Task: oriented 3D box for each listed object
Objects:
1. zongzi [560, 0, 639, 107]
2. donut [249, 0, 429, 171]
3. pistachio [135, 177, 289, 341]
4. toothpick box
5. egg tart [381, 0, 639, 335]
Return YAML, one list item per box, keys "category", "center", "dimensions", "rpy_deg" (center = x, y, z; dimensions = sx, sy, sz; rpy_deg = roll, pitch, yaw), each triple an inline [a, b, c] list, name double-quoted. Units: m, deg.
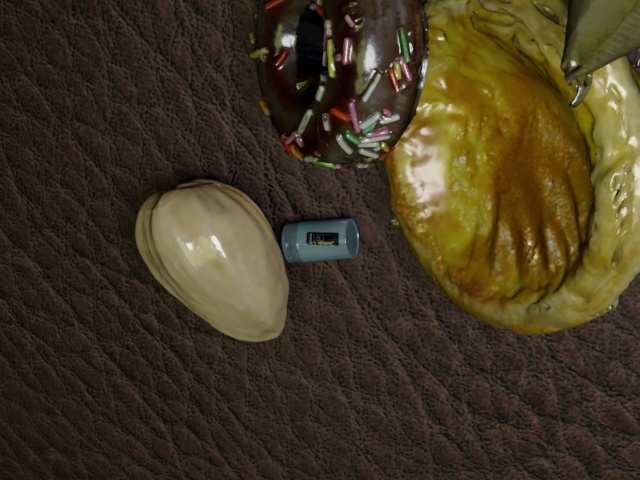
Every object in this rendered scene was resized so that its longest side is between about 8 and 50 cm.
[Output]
- category: "zongzi"
  center: [0.419, -0.274, 0.938]
  dimensions: [0.447, 0.418, 0.181]
  rpy_deg: [0, 140, 19]
- category: "donut"
  center: [0.011, -0.202, 1.190]
  dimensions: [0.270, 0.103, 0.269]
  rpy_deg: [11, 102, 60]
- category: "pistachio"
  center: [-0.122, 0.025, 1.394]
  dimensions: [0.157, 0.157, 0.229]
  rpy_deg: [-30, 106, 30]
- category: "toothpick box"
  center: [0.000, 0.000, 1.396]
  dimensions: [0.083, 0.052, 0.052]
  rpy_deg: [-5, 113, 21]
- category: "egg tart"
  center: [0.209, -0.095, 1.157]
  dimensions: [0.388, 0.169, 0.388]
  rpy_deg: [34, 132, 48]
